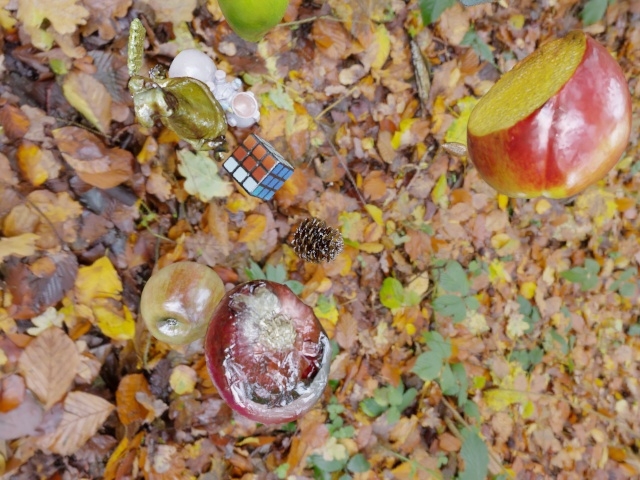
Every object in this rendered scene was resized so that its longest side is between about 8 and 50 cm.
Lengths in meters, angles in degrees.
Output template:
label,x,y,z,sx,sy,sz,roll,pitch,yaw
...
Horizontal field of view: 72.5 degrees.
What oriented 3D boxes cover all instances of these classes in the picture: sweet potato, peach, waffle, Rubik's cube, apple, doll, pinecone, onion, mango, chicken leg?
label,x,y,z,sx,sy,sz,roll,pitch,yaw
sweet potato,0.315,-0.211,1.012,0.095,0.034,0.034,5,90,-35
peach,0.279,-0.151,0.546,0.190,0.190,0.192,-23,107,-42
waffle,-0.583,-0.603,1.375,0.036,0.183,0.169,8,104,-18
Rubik's cube,-0.217,-0.257,1.549,0.160,0.163,0.162,-46,169,10
apple,-0.426,0.198,1.367,0.256,0.234,0.257,-2,115,-3
doll,-0.308,-0.443,1.313,0.287,0.151,0.151,34,67,-12
pinecone,0.002,0.008,1.481,0.163,0.165,0.163,-39,138,-47
onion,-0.113,0.219,0.856,0.272,0.195,0.272,20,58,-35
mango,-0.168,-0.595,1.055,0.156,0.343,0.192,-43,93,-10
chicken leg,-0.305,-0.300,0.944,0.140,0.211,0.361,-43,171,3

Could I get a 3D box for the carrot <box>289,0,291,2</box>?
label,x,y,z,sx,sy,sz,roll,pitch,yaw
carrot,-0.171,-0.963,1.794,0.271,0.062,0.066,-58,140,-41

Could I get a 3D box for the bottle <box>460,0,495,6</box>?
label,x,y,z,sx,sy,sz,roll,pitch,yaw
bottle,0.456,-0.640,1.075,0.286,0.082,0.082,-26,112,-28
